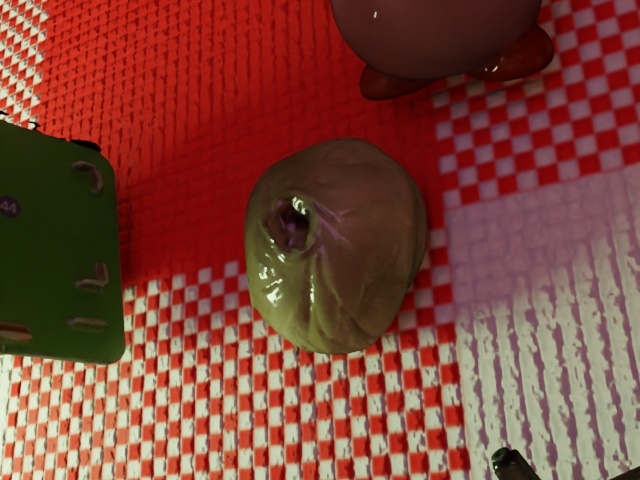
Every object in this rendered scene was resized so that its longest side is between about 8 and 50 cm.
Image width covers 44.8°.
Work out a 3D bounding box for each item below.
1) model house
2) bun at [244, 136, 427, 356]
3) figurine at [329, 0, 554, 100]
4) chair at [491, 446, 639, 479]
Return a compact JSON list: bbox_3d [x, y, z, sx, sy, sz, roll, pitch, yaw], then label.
[{"bbox_3d":[-0.414,0.034,0.717,0.313,0.358,0.242,-30,61,32],"label":"model house"},{"bbox_3d":[0.000,0.000,0.611,0.167,0.113,0.173,-31,57,19],"label":"bun"},{"bbox_3d":[0.087,-0.206,0.598,0.173,0.173,0.173,-11,68,28],"label":"figurine"},{"bbox_3d":[0.219,0.221,0.407,0.136,0.147,0.270,-34,102,20],"label":"chair"}]
